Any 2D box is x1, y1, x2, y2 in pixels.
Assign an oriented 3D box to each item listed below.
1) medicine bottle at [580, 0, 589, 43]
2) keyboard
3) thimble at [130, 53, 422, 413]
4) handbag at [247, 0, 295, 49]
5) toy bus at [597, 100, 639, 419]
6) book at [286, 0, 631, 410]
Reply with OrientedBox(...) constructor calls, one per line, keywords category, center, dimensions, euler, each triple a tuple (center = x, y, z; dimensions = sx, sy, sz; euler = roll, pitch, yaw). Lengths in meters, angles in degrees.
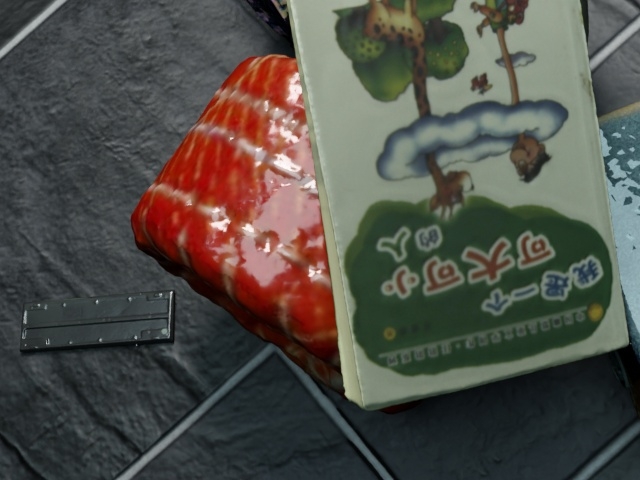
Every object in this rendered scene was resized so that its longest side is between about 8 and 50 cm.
OrientedBox(category="medicine bottle", center=(0.191, -0.227, 0.999), dimensions=(0.170, 0.293, 0.170), euler=(-4, 75, 14))
OrientedBox(category="keyboard", center=(-0.274, 0.100, 1.171), dimensions=(0.202, 0.011, 0.067), euler=(-5, 71, 13))
OrientedBox(category="thimble", center=(0.000, 0.000, 0.964), dimensions=(0.350, 0.350, 0.230), euler=(32, 81, 20))
OrientedBox(category="handbag", center=(0.005, -0.336, 1.137), dimensions=(0.208, 0.228, 0.127), euler=(-42, 34, -1))
OrientedBox(category="toy bus", center=(0.338, 0.032, 0.938), dimensions=(0.162, 0.194, 0.323), euler=(-21, 70, 7))
OrientedBox(category="book", center=(0.118, -0.065, 0.803), dimensions=(0.260, 0.043, 0.370), euler=(-11, 95, -15))
